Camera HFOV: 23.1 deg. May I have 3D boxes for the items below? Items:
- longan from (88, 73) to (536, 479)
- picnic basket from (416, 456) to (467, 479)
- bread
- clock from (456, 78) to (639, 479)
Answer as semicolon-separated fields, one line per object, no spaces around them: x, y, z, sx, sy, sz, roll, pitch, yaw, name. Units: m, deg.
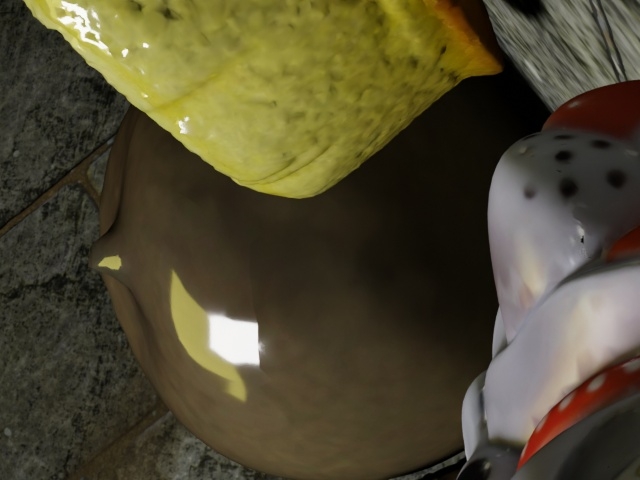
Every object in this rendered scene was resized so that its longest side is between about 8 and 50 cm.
0.004;0.000;0.904;0.297;0.297;0.297;51;-176;-5;longan
0.179;0.252;0.924;0.254;0.291;0.321;65;-178;-85;picnic basket
-0.048;-0.140;0.613;0.270;0.148;0.270;47;-174;-7;bread
0.103;0.066;0.387;0.189;0.189;0.254;49;-161;-26;clock
